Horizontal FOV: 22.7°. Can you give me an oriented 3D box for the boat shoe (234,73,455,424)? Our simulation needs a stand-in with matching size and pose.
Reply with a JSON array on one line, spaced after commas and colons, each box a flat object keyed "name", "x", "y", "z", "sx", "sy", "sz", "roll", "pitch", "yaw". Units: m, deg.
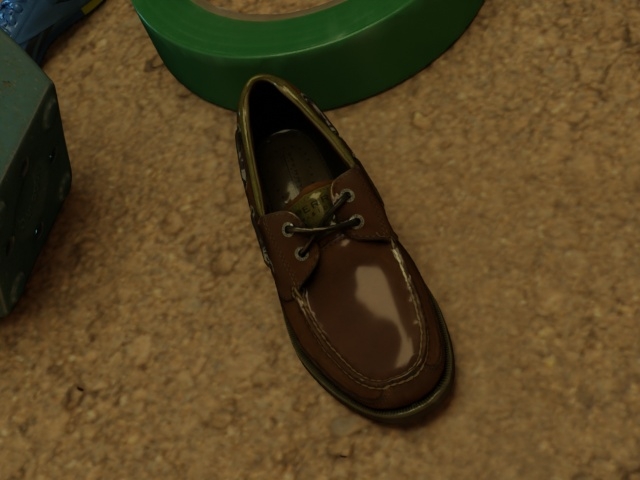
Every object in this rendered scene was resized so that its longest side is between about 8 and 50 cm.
[{"name": "boat shoe", "x": 0.000, "y": 0.000, "z": 1.180, "sx": 0.110, "sy": 0.104, "sz": 0.307, "roll": -28, "pitch": 50, "yaw": -3}]

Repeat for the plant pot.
[{"name": "plant pot", "x": -0.342, "y": -0.063, "z": 1.272, "sx": 0.252, "sy": 0.248, "sz": 0.247, "roll": 14, "pitch": 58, "yaw": 7}]

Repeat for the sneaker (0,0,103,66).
[{"name": "sneaker", "x": -0.275, "y": -0.204, "z": 1.451, "sx": 0.069, "sy": 0.082, "sz": 0.209, "roll": 26, "pitch": 68, "yaw": 31}]

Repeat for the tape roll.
[{"name": "tape roll", "x": -0.009, "y": -0.255, "z": 1.397, "sx": 0.321, "sy": 0.077, "sz": 0.321, "roll": -10, "pitch": 51, "yaw": 13}]
